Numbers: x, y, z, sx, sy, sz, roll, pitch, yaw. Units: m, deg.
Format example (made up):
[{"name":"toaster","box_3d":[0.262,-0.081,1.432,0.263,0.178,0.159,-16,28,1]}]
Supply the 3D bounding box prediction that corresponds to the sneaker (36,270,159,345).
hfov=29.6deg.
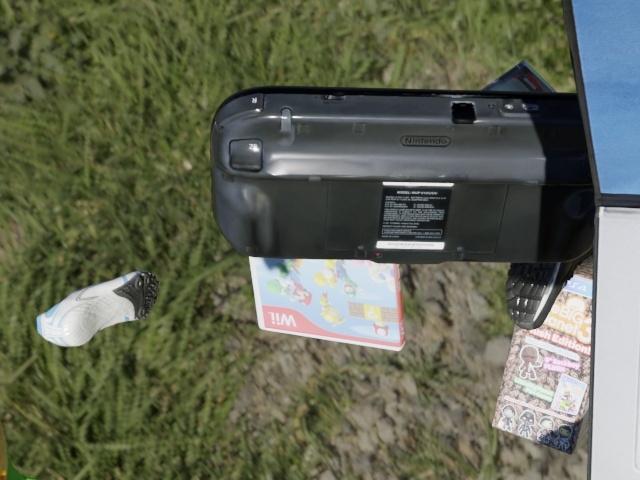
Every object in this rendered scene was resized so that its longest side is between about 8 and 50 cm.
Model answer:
[{"name":"sneaker","box_3d":[-0.340,0.097,1.883,0.086,0.085,0.237,15,23,30]}]

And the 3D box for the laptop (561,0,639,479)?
[{"name":"laptop","box_3d":[0.290,0.076,0.468,0.381,0.408,0.236,4,21,17]}]

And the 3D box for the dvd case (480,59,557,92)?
[{"name":"dvd case","box_3d":[0.202,-0.137,1.328,0.119,0.087,0.013,-34,35,29]}]

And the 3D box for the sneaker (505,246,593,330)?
[{"name":"sneaker","box_3d":[0.373,0.007,1.795,0.107,0.124,0.283,9,79,65]}]

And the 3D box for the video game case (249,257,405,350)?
[{"name":"video game case","box_3d":[0.000,0.000,1.513,0.204,0.285,0.025,7,31,23]}]

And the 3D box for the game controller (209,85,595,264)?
[{"name":"game controller","box_3d":[0.074,-0.046,0.942,0.319,0.166,0.067,2,53,-2]}]

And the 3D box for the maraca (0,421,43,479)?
[{"name":"maraca","box_3d":[-0.190,0.109,0.551,0.099,0.186,0.127,-24,23,41]}]

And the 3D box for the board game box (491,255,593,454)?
[{"name":"board game box","box_3d":[0.409,0.164,1.995,0.141,0.232,0.291,17,108,22]}]
